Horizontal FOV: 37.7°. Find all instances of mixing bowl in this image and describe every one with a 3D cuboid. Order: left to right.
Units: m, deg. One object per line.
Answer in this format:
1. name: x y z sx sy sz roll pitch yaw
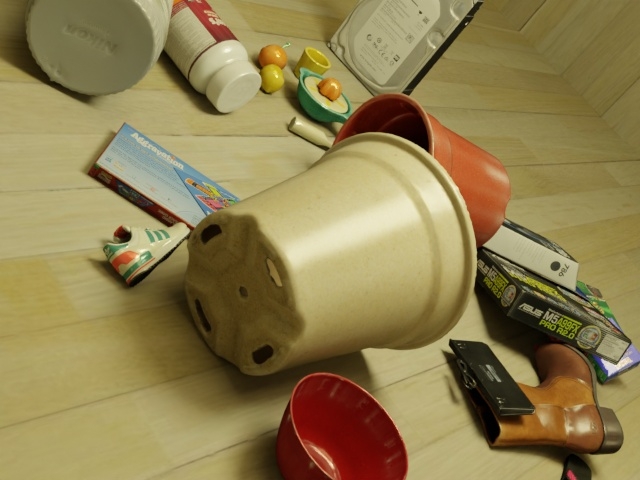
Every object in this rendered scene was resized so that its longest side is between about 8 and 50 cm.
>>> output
1. mixing bowl: 0.012 0.270 1.187 0.181 0.098 0.181 28 31 -19

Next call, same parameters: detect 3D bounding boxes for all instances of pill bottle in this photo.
1. pill bottle: -0.211 -0.349 1.738 0.221 0.121 0.121 52 31 19

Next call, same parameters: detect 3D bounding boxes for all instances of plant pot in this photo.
1. plant pot: -0.006 0.037 1.301 0.305 0.334 0.334 -19 63 -45
2. plant pot: 0.193 -0.101 1.726 0.265 0.272 0.272 16 38 -39

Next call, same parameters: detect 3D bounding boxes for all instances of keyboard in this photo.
1. keyboard: 0.271 0.227 1.559 0.108 0.023 0.180 8 29 -28

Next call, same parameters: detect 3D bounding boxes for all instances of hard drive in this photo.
1. hard drive: 0.194 -0.508 2.202 0.237 0.339 0.064 49 30 14

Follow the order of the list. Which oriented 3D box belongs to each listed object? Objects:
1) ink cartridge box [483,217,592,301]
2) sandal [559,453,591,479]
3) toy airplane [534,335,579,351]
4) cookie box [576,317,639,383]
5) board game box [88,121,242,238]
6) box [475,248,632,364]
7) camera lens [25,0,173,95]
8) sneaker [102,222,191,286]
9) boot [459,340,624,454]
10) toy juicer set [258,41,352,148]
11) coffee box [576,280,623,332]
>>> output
1. ink cartridge box: 0.421 0.010 1.963 0.332 0.065 0.165 27 12 -12
2. sandal: 0.426 0.404 1.545 0.067 0.040 0.179 40 29 -1
3. toy airplane: 0.474 0.218 1.864 0.151 0.028 0.151 28 31 -19
4. cookie box: 0.590 0.227 1.927 0.091 0.040 0.107 -23 59 -14
5. board game box: -0.211 -0.066 1.454 0.281 0.027 0.145 34 32 -12
6. box: 0.447 0.127 1.839 0.270 0.060 0.216 24 15 -19
7. camera lens: -0.352 -0.389 1.528 0.219 0.219 0.274 27 32 -22
8. sneaker: -0.241 -0.001 1.300 0.075 0.057 0.161 45 32 -4
9. boot: 0.359 0.265 1.649 0.280 0.096 0.264 10 42 -24
10. toy juicer set: -0.020 -0.305 1.934 0.209 0.089 0.329 12 41 -41
11. coffee box: 0.604 0.170 2.065 0.113 0.040 0.184 21 35 -31
